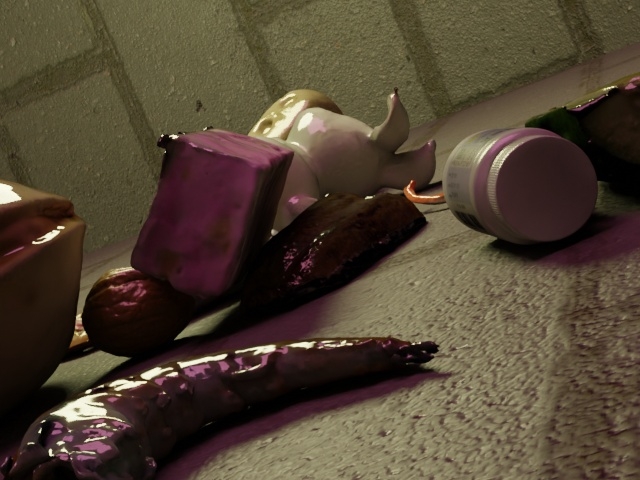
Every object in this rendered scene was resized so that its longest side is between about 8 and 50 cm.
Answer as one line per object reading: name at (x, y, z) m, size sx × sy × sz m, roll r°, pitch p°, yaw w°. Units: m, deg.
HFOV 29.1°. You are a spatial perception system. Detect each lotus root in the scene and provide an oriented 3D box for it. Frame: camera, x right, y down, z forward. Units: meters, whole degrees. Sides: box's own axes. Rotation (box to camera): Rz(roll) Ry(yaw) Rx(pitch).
lotus root at (0.000, 0.000, 1.393) m, size 0.167 × 0.078 × 0.329 m, roll -21°, pitch 6°, yaw 26°

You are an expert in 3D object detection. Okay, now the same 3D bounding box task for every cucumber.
cucumber at (0.281, -0.102, 1.188) m, size 0.145 × 0.105 × 0.325 m, roll -24°, pitch 4°, yaw 0°

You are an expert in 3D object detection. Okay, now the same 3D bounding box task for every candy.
candy at (-0.115, -0.038, 1.354) m, size 0.116 × 0.155 × 0.265 m, roll 16°, pitch 9°, yaw 3°

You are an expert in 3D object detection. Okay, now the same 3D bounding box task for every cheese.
cheese at (-0.023, -0.130, 2.031) m, size 0.117 × 0.235 × 0.218 m, roll 11°, pitch -10°, yaw 47°

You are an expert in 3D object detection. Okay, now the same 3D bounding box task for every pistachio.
pistachio at (-0.409, 0.067, 1.289) m, size 0.365 × 0.281 × 0.445 m, roll -33°, pitch 3°, yaw 2°

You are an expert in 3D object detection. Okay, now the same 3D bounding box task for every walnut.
walnut at (-0.197, 0.076, 1.338) m, size 0.125 × 0.105 × 0.105 m, roll -6°, pitch 8°, yaw 5°

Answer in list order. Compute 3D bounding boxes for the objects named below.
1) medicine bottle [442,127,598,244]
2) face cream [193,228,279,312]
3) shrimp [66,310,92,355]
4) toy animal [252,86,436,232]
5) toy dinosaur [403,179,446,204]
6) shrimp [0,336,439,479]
medicine bottle at (0.176, -0.050, 1.104) m, size 0.103 × 0.102 × 0.187 m, roll -22°, pitch 6°, yaw -4°
face cream at (-0.131, 0.049, 1.510) m, size 0.198 × 0.057 × 0.084 m, roll -27°, pitch 6°, yaw -25°
shrimp at (-0.259, 0.094, 1.572) m, size 0.236 × 0.053 × 0.133 m, roll -23°, pitch 4°, yaw 21°
toy animal at (-0.004, -0.102, 1.819) m, size 0.310 × 0.182 × 0.247 m, roll -20°, pitch 10°, yaw -31°
toy dinosaur at (0.198, -0.083, 1.489) m, size 0.101 × 0.055 × 0.280 m, roll -49°, pitch 19°, yaw -19°
shrimp at (-0.077, 0.117, 0.846) m, size 0.287 × 0.068 × 0.185 m, roll -14°, pitch 8°, yaw -17°
